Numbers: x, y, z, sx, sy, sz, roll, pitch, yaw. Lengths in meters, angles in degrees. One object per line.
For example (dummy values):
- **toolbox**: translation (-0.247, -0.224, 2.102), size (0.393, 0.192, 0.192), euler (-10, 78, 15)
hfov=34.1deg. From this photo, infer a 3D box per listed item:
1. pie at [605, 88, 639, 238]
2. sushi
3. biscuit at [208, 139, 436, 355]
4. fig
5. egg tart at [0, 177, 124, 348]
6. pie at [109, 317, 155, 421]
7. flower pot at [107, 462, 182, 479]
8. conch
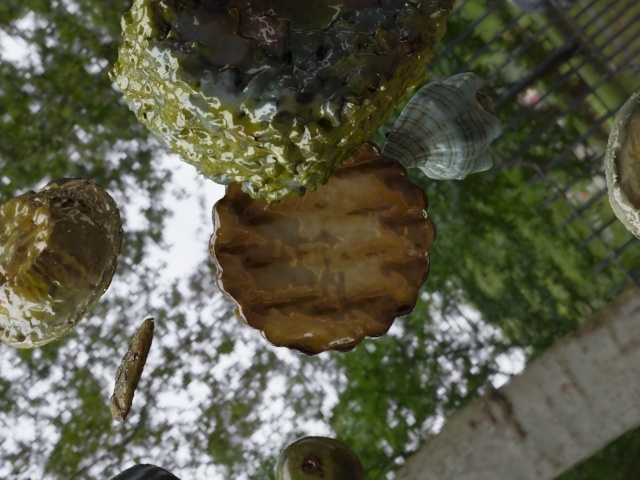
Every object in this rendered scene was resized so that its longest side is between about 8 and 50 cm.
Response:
- **pie**: translation (0.543, -0.111, 1.548), size (0.274, 0.274, 0.055), euler (46, 169, -13)
- **sushi**: translation (-0.059, -0.263, 1.325), size (0.351, 0.396, 0.240), euler (41, 154, 4)
- **biscuit**: translation (0.000, 0.000, 1.487), size (0.326, 0.325, 0.107), euler (49, 173, -3)
- **fig**: translation (0.013, 0.393, 1.654), size (0.186, 0.142, 0.148), euler (38, -129, -48)
- **egg tart**: translation (-0.190, 0.007, 0.695), size (0.049, 0.128, 0.129), euler (46, -167, -50)
- **pie**: translation (-0.283, 0.195, 1.555), size (0.034, 0.092, 0.170), euler (27, -118, -22)
- **flower pot**: translation (-0.363, 0.583, 1.981), size (0.379, 0.379, 0.251), euler (47, -126, -9)
- **conch**: translation (0.211, -0.178, 1.701), size (0.169, 0.203, 0.386), euler (13, -152, 15)
